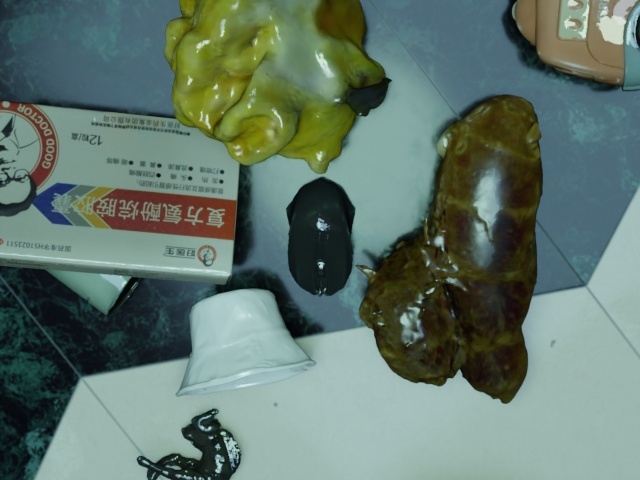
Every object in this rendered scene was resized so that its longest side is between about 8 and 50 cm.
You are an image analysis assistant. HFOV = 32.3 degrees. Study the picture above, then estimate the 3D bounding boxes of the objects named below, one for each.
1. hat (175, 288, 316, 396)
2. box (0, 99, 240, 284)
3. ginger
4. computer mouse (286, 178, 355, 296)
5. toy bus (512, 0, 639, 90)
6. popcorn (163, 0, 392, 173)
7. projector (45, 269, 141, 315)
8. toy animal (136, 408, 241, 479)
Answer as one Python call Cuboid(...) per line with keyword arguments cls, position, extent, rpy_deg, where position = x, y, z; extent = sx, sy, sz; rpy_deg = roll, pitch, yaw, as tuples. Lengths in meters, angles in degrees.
Cuboid(cls="hat", position=(-0.115, 0.139, 1.532), extent=(0.203, 0.203, 0.126), rpy_deg=(-15, 80, 6))
Cuboid(cls="box", position=(-0.289, -0.064, 1.488), extent=(0.353, 0.069, 0.214), rpy_deg=(5, 76, -8))
Cuboid(cls="ginger", position=(0.179, 0.008, 1.484), extent=(0.254, 0.176, 0.418), rpy_deg=(7, 103, -3))
Cuboid(cls="computer mouse", position=(0.000, 0.000, 1.551), extent=(0.099, 0.057, 0.172), rpy_deg=(-1, 101, 2))
Cuboid(cls="toy bus", position=(0.369, -0.339, 1.429), extent=(0.232, 0.194, 0.288), rpy_deg=(5, 99, 16))
Cuboid(cls="popcorn", position=(-0.061, -0.241, 1.445), extent=(0.297, 0.281, 0.316), rpy_deg=(13, 67, -33))
Cuboid(cls="projector", position=(-0.399, -0.033, 1.547), extent=(0.337, 0.108, 0.108), rpy_deg=(36, 98, -1))
Cuboid(cls="toy animal", position=(-0.183, 0.366, 1.599), extent=(0.148, 0.084, 0.233), rpy_deg=(-5, 94, 3))
